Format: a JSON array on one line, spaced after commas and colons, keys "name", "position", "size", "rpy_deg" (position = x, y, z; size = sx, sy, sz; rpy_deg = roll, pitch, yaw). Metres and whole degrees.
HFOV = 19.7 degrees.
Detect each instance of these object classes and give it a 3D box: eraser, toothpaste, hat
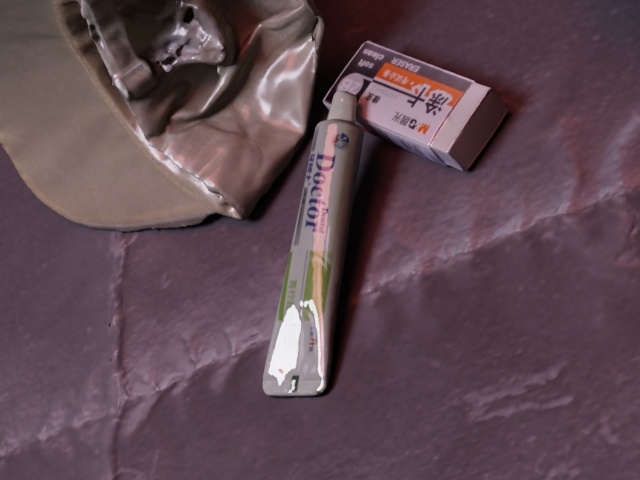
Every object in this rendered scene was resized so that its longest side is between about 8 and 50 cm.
[{"name": "eraser", "position": [0.057, -0.085, 1.149], "size": [0.122, 0.029, 0.052], "rpy_deg": [26, 79, 45]}, {"name": "toothpaste", "position": [0.000, 0.000, 1.122], "size": [0.048, 0.029, 0.197], "rpy_deg": [-3, 68, 36]}, {"name": "hat", "position": [-0.125, -0.125, 1.221], "size": [0.244, 0.214, 0.149], "rpy_deg": [6, 44, 49]}]
